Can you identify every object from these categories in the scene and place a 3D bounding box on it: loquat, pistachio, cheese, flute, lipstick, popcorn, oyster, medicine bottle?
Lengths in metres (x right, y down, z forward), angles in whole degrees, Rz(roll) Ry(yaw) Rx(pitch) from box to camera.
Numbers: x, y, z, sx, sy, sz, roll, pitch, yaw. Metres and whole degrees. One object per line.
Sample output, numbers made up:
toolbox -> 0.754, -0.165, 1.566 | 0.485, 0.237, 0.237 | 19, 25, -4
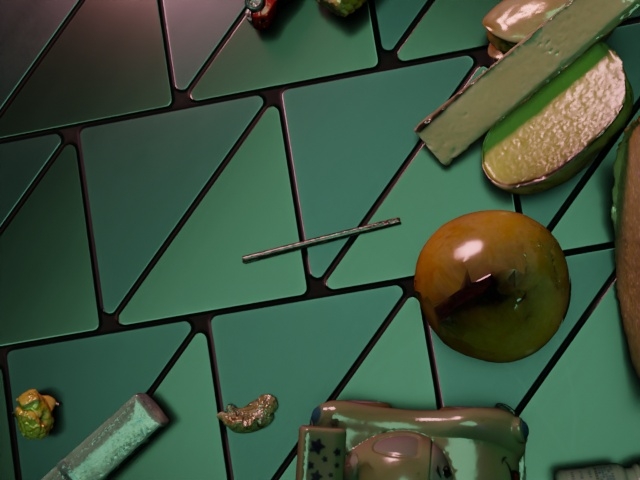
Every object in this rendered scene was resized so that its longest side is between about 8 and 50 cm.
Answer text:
loquat -> 0.260, 0.066, 1.646 | 0.235, 0.235, 0.235 | -1, 84, 7
pistachio -> 0.365, -0.346, 1.728 | 0.215, 0.144, 0.143 | -9, 83, 11
cheese -> 0.314, -0.263, 1.679 | 0.400, 0.034, 0.085 | -40, 97, 25
flute -> 0.000, 0.000, 1.792 | 0.270, 0.014, 0.014 | -14, 83, 5
lipstick -> -0.372, 0.363, 1.766 | 0.290, 0.077, 0.076 | -44, 81, 0
popcorn -> -0.477, 0.284, 1.793 | 0.084, 0.084, 0.084 | -1, 84, 7
oyster -> -0.118, 0.275, 1.765 | 0.081, 0.038, 0.083 | 34, 90, 11
medicine bottle -> 0.443, 0.387, 1.652 | 0.168, 0.105, 0.105 | -8, 83, 7

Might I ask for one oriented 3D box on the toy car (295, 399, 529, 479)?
toy car -> 0.138, 0.357, 1.631 | 0.336, 0.226, 0.242 | 3, 84, 9

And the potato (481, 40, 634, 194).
potato -> 0.383, -0.169, 1.702 | 0.272, 0.111, 0.160 | -43, 52, 20

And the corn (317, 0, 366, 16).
corn -> 0.100, -0.527, 1.780 | 0.130, 0.130, 0.347 | 32, 93, 9

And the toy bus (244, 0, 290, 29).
toy bus -> -0.080, -0.447, 1.819 | 0.089, 0.081, 0.195 | 2, 83, -2

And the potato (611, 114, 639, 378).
potato -> 0.617, 0.021, 1.536 | 0.320, 0.385, 0.441 | -9, 94, -6
